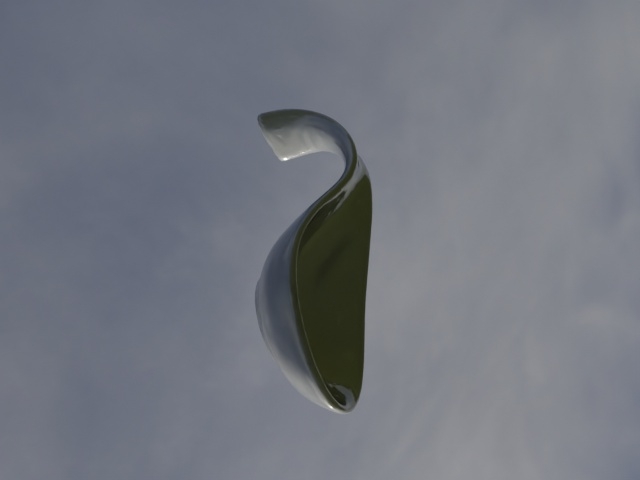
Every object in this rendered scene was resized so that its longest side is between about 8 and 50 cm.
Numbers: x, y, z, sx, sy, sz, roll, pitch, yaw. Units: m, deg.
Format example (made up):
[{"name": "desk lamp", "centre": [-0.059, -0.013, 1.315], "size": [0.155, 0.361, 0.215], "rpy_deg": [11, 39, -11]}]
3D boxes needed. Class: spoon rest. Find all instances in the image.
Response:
[{"name": "spoon rest", "centre": [0.000, 0.000, 0.699], "size": [0.137, 0.084, 0.276], "rpy_deg": [57, -160, -46]}]
